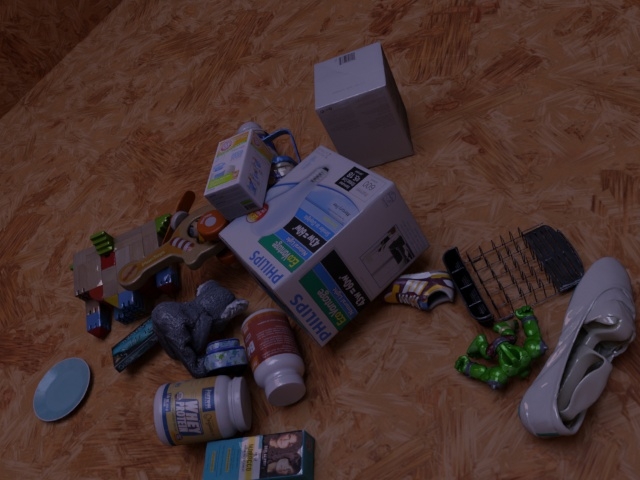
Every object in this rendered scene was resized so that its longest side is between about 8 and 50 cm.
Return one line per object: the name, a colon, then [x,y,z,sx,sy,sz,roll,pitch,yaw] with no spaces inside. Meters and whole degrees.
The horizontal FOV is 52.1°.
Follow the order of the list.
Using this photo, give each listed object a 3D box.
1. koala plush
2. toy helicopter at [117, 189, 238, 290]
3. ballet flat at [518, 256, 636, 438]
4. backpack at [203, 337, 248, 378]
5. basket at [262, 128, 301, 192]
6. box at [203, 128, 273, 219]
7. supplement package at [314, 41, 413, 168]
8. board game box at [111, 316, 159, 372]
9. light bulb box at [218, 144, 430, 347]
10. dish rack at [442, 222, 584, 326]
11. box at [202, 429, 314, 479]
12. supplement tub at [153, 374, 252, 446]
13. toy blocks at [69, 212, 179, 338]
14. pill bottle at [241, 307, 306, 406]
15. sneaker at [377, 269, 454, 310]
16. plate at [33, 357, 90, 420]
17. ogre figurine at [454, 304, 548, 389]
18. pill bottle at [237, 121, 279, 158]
koala plush: [-0.301,0.198,1.677,0.221,0.203,0.196,-38,38,-25]
toy helicopter: [-0.393,0.009,1.765,0.355,0.140,0.235,-32,49,-4]
ballet flat: [0.522,0.207,1.251,0.139,0.139,0.400,23,71,38]
backpack: [-0.228,0.280,1.562,0.105,0.114,0.084,-7,73,-19]
basket: [-0.153,-0.162,1.857,0.254,0.201,0.289,-29,57,6]
box: [-0.206,-0.170,1.672,0.114,0.103,0.203,-17,45,27]
supplement package: [0.122,-0.366,1.831,0.199,0.263,0.198,-15,49,16]
board game box: [-0.487,0.268,1.787,0.186,0.026,0.126,-40,24,-6]
light bulb box: [0.000,0.000,1.598,0.361,0.225,0.358,-42,35,-8]
dish rack: [0.434,0.063,1.462,0.271,0.074,0.208,-26,48,7]
box: [-0.136,0.487,1.437,0.244,0.060,0.101,-13,50,19]
supplement tub: [-0.268,0.390,1.510,0.199,0.144,0.144,-10,50,3]
toy blocks: [-0.562,0.117,1.896,0.381,0.191,0.261,-22,59,11]
pill bottle: [-0.108,0.276,1.546,0.121,0.121,0.216,-29,46,5]
sneaker: [0.220,0.126,1.527,0.185,0.070,0.084,-16,44,17]
plate: [-0.715,0.416,1.821,0.188,0.024,0.188,-15,49,18]
ogre figurine: [0.379,0.230,1.347,0.197,0.097,0.118,-23,35,-6]
pill bottle: [-0.199,-0.284,2.040,0.112,0.112,0.187,-29,47,4]
